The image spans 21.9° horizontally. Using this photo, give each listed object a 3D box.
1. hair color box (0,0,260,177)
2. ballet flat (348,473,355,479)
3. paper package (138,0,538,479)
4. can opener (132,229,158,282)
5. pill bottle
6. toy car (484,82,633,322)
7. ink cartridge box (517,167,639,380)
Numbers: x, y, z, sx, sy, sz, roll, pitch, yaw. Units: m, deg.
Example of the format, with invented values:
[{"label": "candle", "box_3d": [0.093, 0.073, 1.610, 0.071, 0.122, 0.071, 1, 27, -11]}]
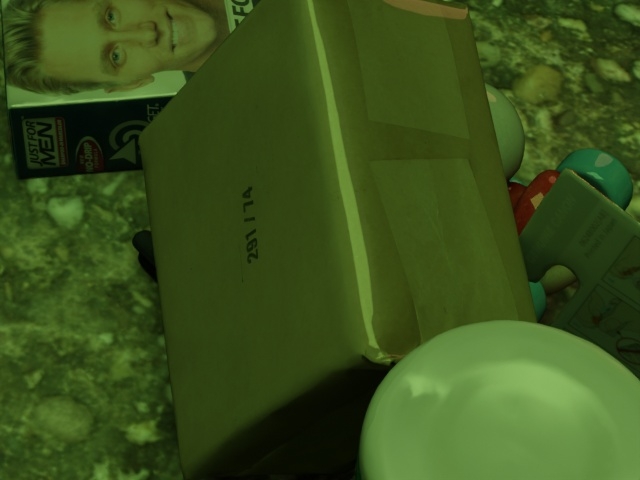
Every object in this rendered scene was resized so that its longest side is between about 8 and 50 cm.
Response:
[{"label": "hair color box", "box_3d": [-0.137, -0.172, 1.643, 0.347, 0.105, 0.174, -6, 52, -8]}, {"label": "ballet flat", "box_3d": [0.074, 0.196, 1.392, 0.077, 0.077, 0.231, 16, 50, 39]}, {"label": "paper package", "box_3d": [0.000, 0.000, 1.320, 0.168, 0.309, 0.325, 5, 64, -32]}, {"label": "can opener", "box_3d": [-0.110, 0.052, 1.495, 0.073, 0.059, 0.186, -30, 60, -24]}, {"label": "pill bottle", "box_3d": [0.116, 0.237, 1.172, 0.204, 0.361, 0.204, 2, 52, -3]}, {"label": "toy car", "box_3d": [0.118, -0.055, 1.451, 0.219, 0.210, 0.238, -45, 110, -40]}, {"label": "ink cartridge box", "box_3d": [0.313, 0.107, 1.283, 0.385, 0.308, 0.091, 34, 57, 7]}]
